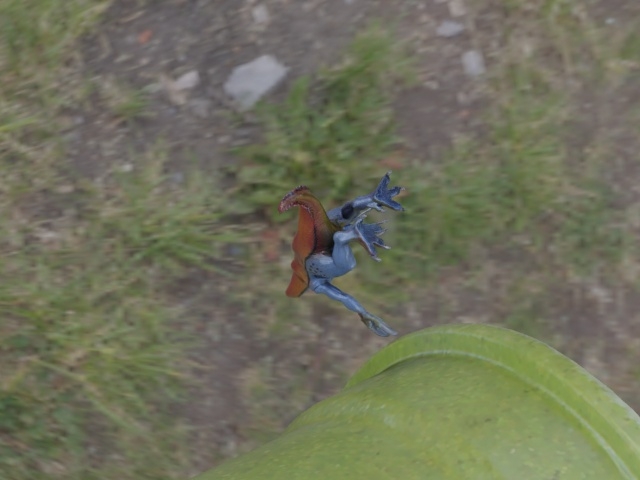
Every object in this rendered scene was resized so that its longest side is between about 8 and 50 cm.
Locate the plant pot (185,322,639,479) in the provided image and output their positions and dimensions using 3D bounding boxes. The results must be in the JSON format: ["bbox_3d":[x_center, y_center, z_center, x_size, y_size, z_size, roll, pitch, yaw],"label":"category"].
[{"bbox_3d":[-0.028,0.186,0.673,0.254,0.276,0.276,-12,93,-31],"label":"plant pot"}]

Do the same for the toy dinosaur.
[{"bbox_3d":[0.000,0.000,0.776,0.090,0.082,0.047,27,56,-28],"label":"toy dinosaur"}]
